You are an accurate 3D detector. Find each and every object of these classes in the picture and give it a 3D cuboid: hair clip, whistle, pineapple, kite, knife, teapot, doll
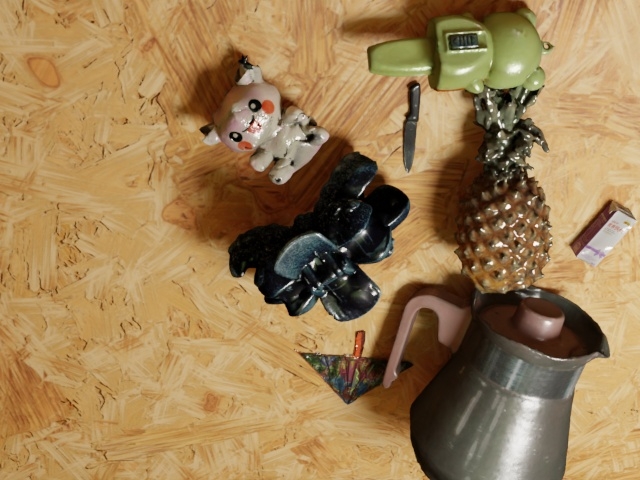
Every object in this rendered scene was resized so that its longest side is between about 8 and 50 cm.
[{"bbox_3d":[-0.002,0.005,1.799,0.310,0.206,0.194,-38,125,18],"label":"hair clip"},{"bbox_3d":[0.213,-0.281,1.677,0.288,0.131,0.106,-6,168,-4],"label":"whistle"},{"bbox_3d":[0.293,-0.090,1.808,0.175,0.175,0.361,-9,117,0],"label":"pineapple"},{"bbox_3d":[0.059,0.243,2.100,0.232,0.009,0.189,4,125,-10],"label":"kite"},{"bbox_3d":[0.148,-0.181,1.806,0.023,0.010,0.170,-3,127,-5],"label":"knife"},{"bbox_3d":[0.304,0.254,1.999,0.376,0.305,0.362,24,115,12],"label":"teapot"},{"bbox_3d":[-0.085,-0.180,1.727,0.192,0.095,0.149,32,110,-24],"label":"doll"}]

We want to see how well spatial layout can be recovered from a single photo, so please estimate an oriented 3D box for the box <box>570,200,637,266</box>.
[{"bbox_3d":[0.497,-0.011,1.952,0.050,0.036,0.117,23,120,-23],"label":"box"}]
